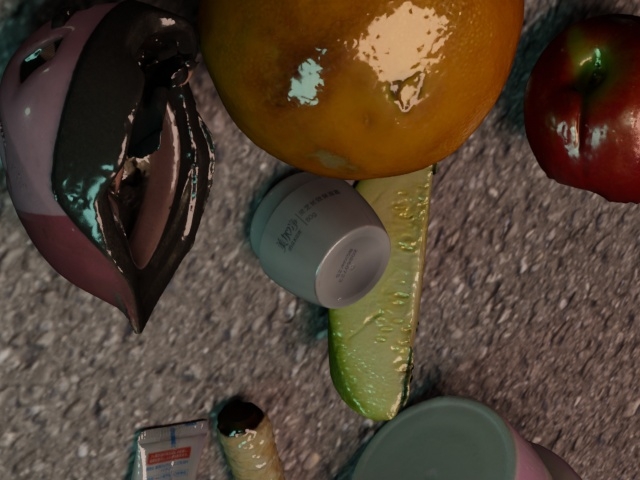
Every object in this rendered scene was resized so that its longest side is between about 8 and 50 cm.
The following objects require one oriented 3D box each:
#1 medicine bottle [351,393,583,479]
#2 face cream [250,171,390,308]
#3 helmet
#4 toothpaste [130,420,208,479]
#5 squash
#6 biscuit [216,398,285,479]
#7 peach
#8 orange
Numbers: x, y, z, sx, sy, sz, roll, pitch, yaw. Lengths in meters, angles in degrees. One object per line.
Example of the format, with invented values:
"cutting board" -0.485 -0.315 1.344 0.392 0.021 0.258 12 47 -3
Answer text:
"medicine bottle" 0.197 0.349 1.793 0.256 0.256 0.325 -47 133 -4
"face cream" 0.000 0.000 1.445 0.117 0.104 0.117 -26 136 -27
"helmet" -0.174 -0.068 1.194 0.198 0.154 0.253 -66 173 -49
"toothpaste" -0.170 0.293 1.564 0.089 0.057 0.234 -4 116 -44
"squash" 0.058 0.027 1.519 0.169 0.093 0.252 -75 171 -52
"biscuit" -0.063 0.249 1.623 0.061 0.055 0.219 -41 141 -28
"peach" 0.312 -0.124 1.582 0.190 0.196 0.226 -21 149 21
"orange" 0.032 -0.175 1.236 0.261 0.261 0.261 -25 135 -28
